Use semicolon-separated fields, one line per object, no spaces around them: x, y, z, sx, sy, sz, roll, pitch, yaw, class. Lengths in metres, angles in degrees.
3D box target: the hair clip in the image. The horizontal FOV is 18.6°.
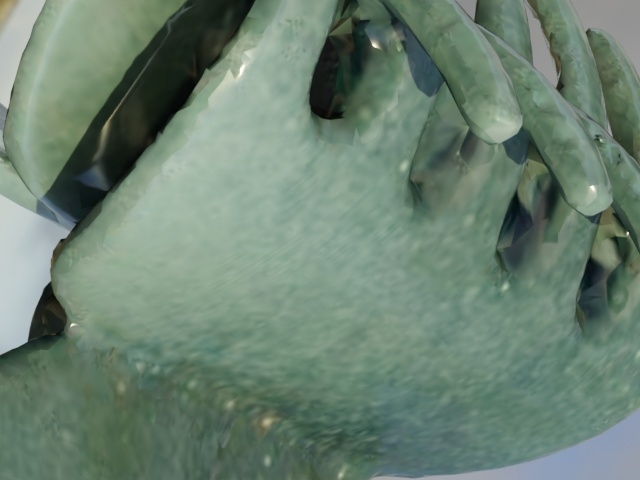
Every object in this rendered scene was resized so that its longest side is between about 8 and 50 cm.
0.000;0.000;0.733;0.238;0.318;0.392;-35;-130;17;hair clip
